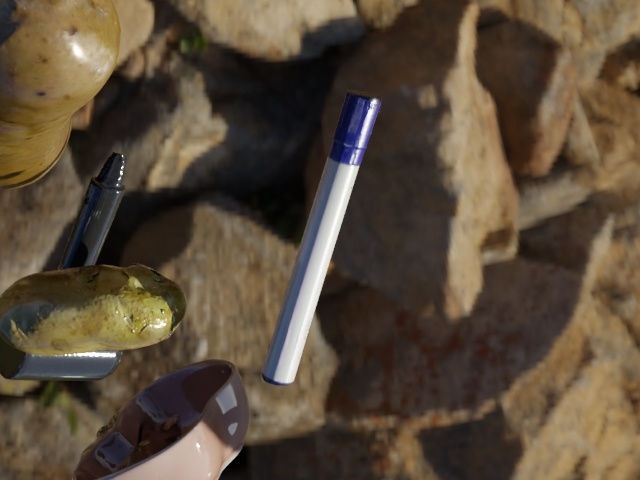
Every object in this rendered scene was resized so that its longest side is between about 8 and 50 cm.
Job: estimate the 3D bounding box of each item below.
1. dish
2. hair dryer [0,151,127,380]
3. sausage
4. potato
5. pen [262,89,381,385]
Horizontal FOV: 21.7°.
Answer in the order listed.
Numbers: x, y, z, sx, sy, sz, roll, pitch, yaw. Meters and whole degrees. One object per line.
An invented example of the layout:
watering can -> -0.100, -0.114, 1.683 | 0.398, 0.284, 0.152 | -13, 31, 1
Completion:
dish -> -0.157, 0.224, 1.800 | 0.213, 0.213, 0.090 | -29, 107, 17
hair dryer -> -0.220, 0.024, 1.590 | 0.114, 0.070, 0.248 | 5, 116, -41
sausage -> -0.259, -0.124, 1.382 | 0.136, 0.501, 0.123 | -18, 87, -16
potato -> -0.205, 0.062, 1.497 | 0.170, 0.107, 0.080 | -8, 88, 1
pen -> -0.001, 0.000, 1.437 | 0.033, 0.033, 0.269 | 13, 105, -14
